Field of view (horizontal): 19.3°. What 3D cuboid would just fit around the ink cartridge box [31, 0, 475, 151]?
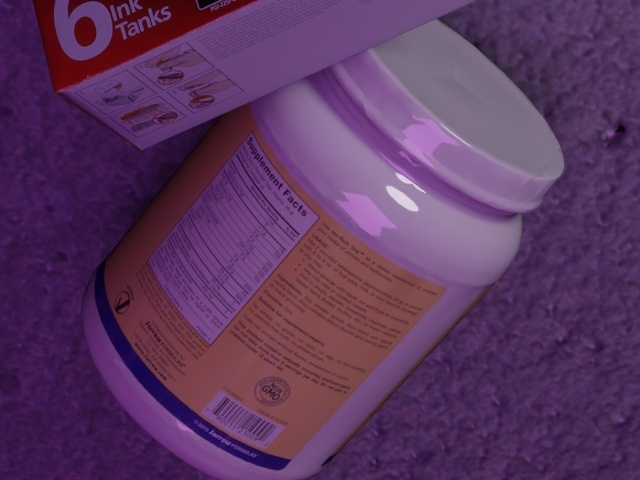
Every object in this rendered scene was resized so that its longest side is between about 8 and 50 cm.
[{"bbox_3d":[-0.051,-0.253,1.284,0.309,0.271,0.130,-23,156,15],"label":"ink cartridge box"}]

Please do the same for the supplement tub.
[{"bbox_3d":[0.000,0.000,1.421,0.241,0.241,0.331,36,113,-12],"label":"supplement tub"}]
